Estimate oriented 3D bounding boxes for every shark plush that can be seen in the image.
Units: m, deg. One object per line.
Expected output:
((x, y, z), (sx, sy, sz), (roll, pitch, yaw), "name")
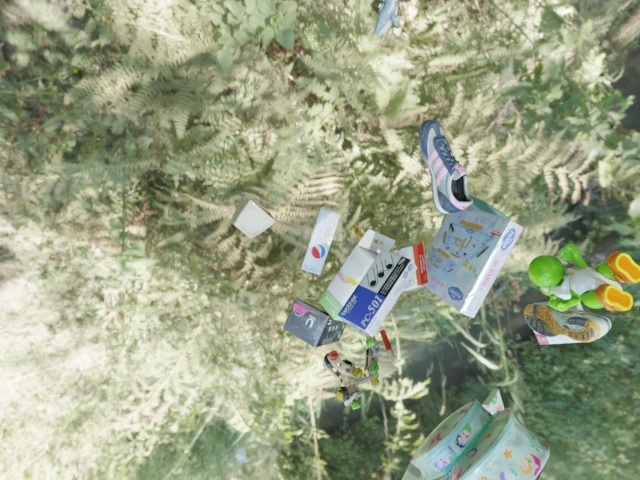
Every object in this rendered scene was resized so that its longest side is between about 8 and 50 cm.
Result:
((0.196, -0.691, 1.366), (0.067, 0.073, 0.161), (-11, 141, -12), "shark plush")

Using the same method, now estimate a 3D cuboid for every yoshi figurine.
((0.779, 0.116, 1.447), (0.203, 0.203, 0.362), (-14, 177, -10), "yoshi figurine")

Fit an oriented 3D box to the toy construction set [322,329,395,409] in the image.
((0.179, 0.536, 1.878), (0.257, 0.237, 0.309), (17, 132, -40), "toy construction set")

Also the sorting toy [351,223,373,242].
((0.226, 0.033, 2.156), (0.041, 0.229, 0.307), (-37, 120, 10), "sorting toy")

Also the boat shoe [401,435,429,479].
((0.355, 0.754, 1.596), (0.228, 0.081, 0.069), (-54, 160, -3), "boat shoe")

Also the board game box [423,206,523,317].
((0.475, 0.049, 1.547), (0.066, 0.319, 0.318), (24, 98, -20), "board game box")

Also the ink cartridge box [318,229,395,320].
((0.179, 0.149, 1.815), (0.207, 0.119, 0.353), (19, 109, -45), "ink cartridge box")

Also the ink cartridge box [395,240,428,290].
((0.311, 0.092, 1.594), (0.045, 0.145, 0.179), (-2, 166, -8), "ink cartridge box")

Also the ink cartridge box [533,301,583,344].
((0.956, 0.325, 1.860), (0.176, 0.127, 0.128), (-15, 110, 41), "ink cartridge box")

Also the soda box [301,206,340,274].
((0.000, 0.000, 1.561), (0.069, 0.074, 0.216), (19, 97, -4), "soda box")

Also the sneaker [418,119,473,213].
((0.418, -0.248, 1.511), (0.112, 0.319, 0.131), (-22, -172, -28), "sneaker")

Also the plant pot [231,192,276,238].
((-0.219, -0.072, 1.468), (0.109, 0.109, 0.096), (41, 92, -24), "plant pot")

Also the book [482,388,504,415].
((0.579, 0.579, 1.531), (0.035, 0.144, 0.096), (-11, -169, 45), "book")

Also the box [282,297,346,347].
((-0.008, 0.332, 1.927), (0.143, 0.165, 0.270), (-66, 157, 4), "box")

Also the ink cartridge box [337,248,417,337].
((0.141, 0.126, 1.145), (0.207, 0.097, 0.046), (-55, 133, -14), "ink cartridge box")

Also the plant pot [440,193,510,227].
((0.607, -0.056, 1.814), (0.234, 0.166, 0.165), (20, 133, 6), "plant pot")

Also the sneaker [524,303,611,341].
((0.892, 0.296, 1.688), (0.131, 0.296, 0.112), (-8, 101, -28), "sneaker")

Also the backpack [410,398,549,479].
((0.317, 0.440, 0.929), (0.225, 0.191, 0.253), (-36, 166, -23), "backpack")
